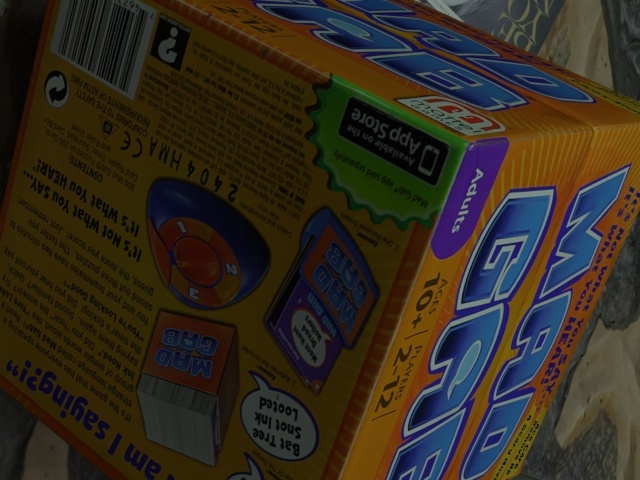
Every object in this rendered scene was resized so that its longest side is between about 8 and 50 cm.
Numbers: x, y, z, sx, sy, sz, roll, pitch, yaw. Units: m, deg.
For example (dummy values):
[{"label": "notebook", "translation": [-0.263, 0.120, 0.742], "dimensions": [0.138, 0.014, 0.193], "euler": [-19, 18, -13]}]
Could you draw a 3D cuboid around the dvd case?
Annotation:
[{"label": "dvd case", "translation": [0.189, -0.280, 1.158], "dimensions": [0.164, 0.018, 0.221], "euler": [38, 71, -29]}]

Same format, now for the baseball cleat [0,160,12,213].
[{"label": "baseball cleat", "translation": [-0.244, -0.055, 0.981], "dimensions": [0.109, 0.072, 0.206], "euler": [50, 63, -36]}]

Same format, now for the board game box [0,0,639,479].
[{"label": "board game box", "translation": [0.000, 0.000, 0.912], "dimensions": [0.356, 0.356, 0.356], "euler": [-12, 127, -54]}]

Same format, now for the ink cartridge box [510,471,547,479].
[{"label": "ink cartridge box", "translation": [0.147, 0.313, 1.316], "dimensions": [0.273, 0.198, 0.115], "euler": [17, 85, -43]}]

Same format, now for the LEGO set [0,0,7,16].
[{"label": "LEGO set", "translation": [-0.238, -0.317, 0.893], "dimensions": [0.132, 0.107, 0.287], "euler": [10, 91, -13]}]
